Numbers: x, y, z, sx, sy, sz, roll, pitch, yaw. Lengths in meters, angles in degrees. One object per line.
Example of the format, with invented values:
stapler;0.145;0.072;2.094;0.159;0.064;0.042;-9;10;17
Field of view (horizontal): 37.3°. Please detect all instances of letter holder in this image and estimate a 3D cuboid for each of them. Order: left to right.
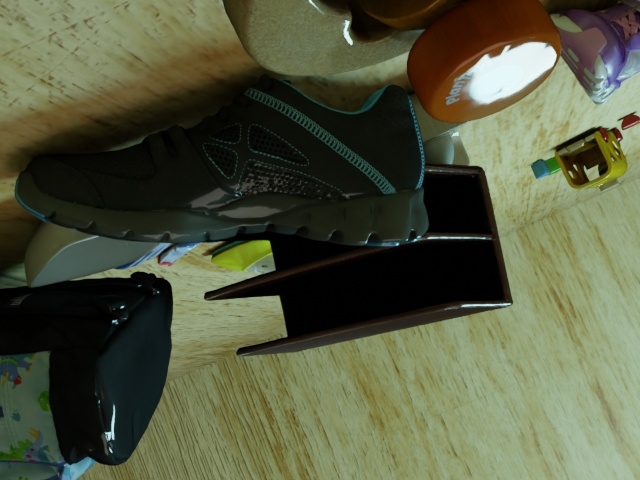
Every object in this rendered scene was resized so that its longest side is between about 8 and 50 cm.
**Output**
letter holder;0.008;0.028;0.999;0.302;0.152;0.214;-17;169;37

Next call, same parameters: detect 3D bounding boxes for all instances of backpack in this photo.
backpack;-0.353;0.160;0.981;0.356;0.273;0.290;4;-167;2

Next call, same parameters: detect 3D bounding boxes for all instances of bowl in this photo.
bowl;-0.218;-0.010;0.937;0.142;0.053;0.142;-14;168;-39

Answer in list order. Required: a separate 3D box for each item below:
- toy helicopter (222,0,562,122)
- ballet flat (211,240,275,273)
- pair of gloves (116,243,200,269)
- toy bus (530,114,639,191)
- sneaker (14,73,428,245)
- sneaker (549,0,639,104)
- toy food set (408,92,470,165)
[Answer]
toy helicopter;0.051;-0.195;0.407;0.235;0.140;0.355;-7;153;-30
ballet flat;-0.046;0.010;1.394;0.231;0.077;0.077;-23;172;1
pair of gloves;-0.174;0.001;1.207;0.159;0.023;0.198;-27;171;24
toy bus;0.526;-0.146;1.796;0.202;0.104;0.191;-20;171;-12
sneaker;-0.078;-0.066;0.793;0.341;0.139;0.125;-1;-176;-15
sneaker;0.297;-0.206;0.965;0.105;0.095;0.236;-33;173;19
toy food set;0.076;-0.081;1.117;0.220;0.092;0.306;-24;170;5
